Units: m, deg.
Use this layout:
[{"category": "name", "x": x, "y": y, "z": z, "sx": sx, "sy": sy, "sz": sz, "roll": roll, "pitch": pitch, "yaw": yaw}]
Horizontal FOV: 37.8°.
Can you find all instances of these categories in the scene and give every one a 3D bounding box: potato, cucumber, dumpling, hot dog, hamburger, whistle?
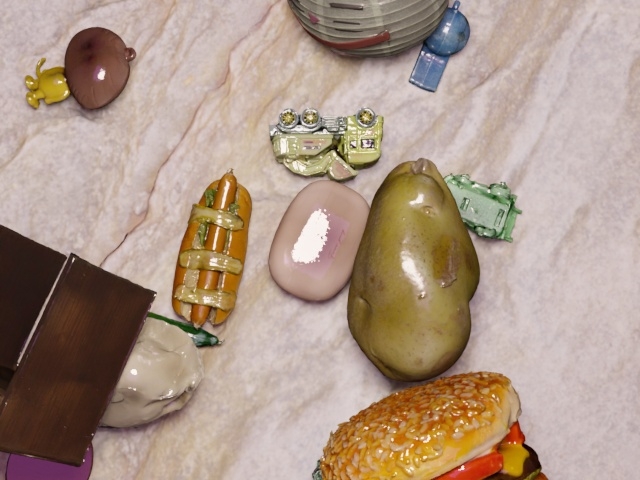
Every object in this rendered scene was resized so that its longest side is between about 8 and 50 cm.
[{"category": "potato", "x": 0.144, "y": 0.046, "z": 1.464, "sx": 0.203, "sy": 0.218, "sz": 0.350, "roll": 2, "pitch": 94, "yaw": 23}, {"category": "cucumber", "x": -0.233, "y": 0.149, "z": 1.527, "sx": 0.155, "sy": 0.037, "sz": 0.037, "roll": 18, "pitch": 82, "yaw": -1}, {"category": "dumpling", "x": -0.303, "y": 0.203, "z": 1.476, "sx": 0.247, "sy": 0.142, "sz": 0.172, "roll": -15, "pitch": 63, "yaw": 10}, {"category": "hot dog", "x": -0.175, "y": 0.014, "z": 1.531, "sx": 0.109, "sy": 0.072, "sz": 0.269, "roll": 12, "pitch": 84, "yaw": -5}, {"category": "hamburger", "x": 0.171, "y": 0.343, "z": 1.390, "sx": 0.330, "sy": 0.330, "sz": 0.250, "roll": -17, "pitch": 85, "yaw": -6}, {"category": "whistle", "x": 0.206, "y": -0.339, "z": 1.594, "sx": 0.090, "sy": 0.090, "sz": 0.157, "roll": 22, "pitch": 82, "yaw": -1}]

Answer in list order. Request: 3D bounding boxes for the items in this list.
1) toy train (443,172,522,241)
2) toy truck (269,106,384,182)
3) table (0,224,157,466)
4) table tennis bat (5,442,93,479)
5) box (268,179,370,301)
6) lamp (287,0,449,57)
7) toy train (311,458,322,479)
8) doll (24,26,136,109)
[{"category": "toy train", "x": 0.265, "y": -0.052, "z": 1.570, "sx": 0.149, "sy": 0.081, "sz": 0.099, "roll": 18, "pitch": 83, "yaw": 4}, {"category": "toy truck", "x": 0.010, "y": -0.156, "z": 1.556, "sx": 0.191, "sy": 0.085, "sz": 0.116, "roll": -1, "pitch": 84, "yaw": -3}, {"category": "table", "x": -0.435, "y": 0.145, "z": 1.381, "sx": 0.251, "sy": 0.196, "sz": 0.282, "roll": 18, "pitch": 80, "yaw": 38}, {"category": "table tennis bat", "x": -0.445, "y": 0.389, "z": 1.491, "sx": 0.130, "sy": 0.019, "sz": 0.220, "roll": 24, "pitch": 81, "yaw": -2}, {"category": "box", "x": 0.000, "y": 0.000, "z": 1.535, "sx": 0.146, "sy": 0.088, "sz": 0.200, "roll": 26, "pitch": 81, "yaw": -2}, {"category": "lamp", "x": 0.075, "y": -0.412, "z": 1.515, "sx": 0.265, "sy": 0.233, "sz": 0.233, "roll": 20, "pitch": 80, "yaw": 33}, {"category": "toy train", "x": 0.029, "y": 0.424, "z": 1.512, "sx": 0.071, "sy": 0.038, "sz": 0.147, "roll": -9, "pitch": 85, "yaw": -5}, {"category": "doll", "x": -0.395, "y": -0.283, "z": 1.547, "sx": 0.188, "sy": 0.096, "sz": 0.145, "roll": 2, "pitch": 66, "yaw": 21}]
